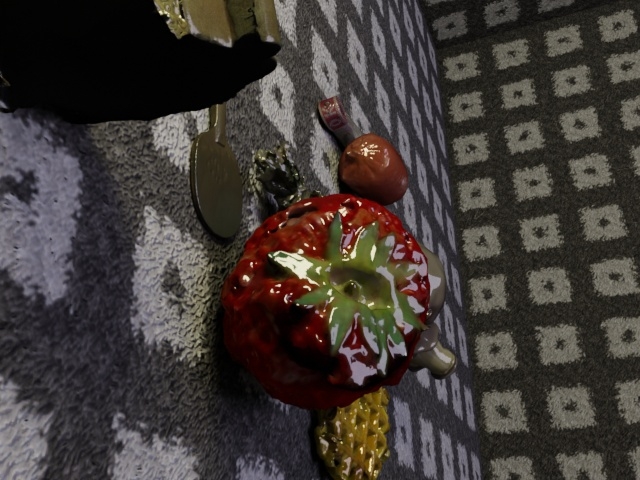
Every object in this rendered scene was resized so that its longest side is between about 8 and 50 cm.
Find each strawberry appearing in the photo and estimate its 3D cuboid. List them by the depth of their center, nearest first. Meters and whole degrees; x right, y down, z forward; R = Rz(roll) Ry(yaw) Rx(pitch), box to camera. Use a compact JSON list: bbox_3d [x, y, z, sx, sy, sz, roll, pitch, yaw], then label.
[{"bbox_3d":[-0.009,0.092,0.921,0.292,0.310,0.291,12,69,-34],"label":"strawberry"}]

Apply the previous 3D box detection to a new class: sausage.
[{"bbox_3d":[0.125,-0.155,1.539,0.254,0.148,0.148,39,44,-61],"label":"sausage"}]

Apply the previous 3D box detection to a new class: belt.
[{"bbox_3d":[0.056,-0.254,1.537,0.232,0.053,0.071,34,41,-64],"label":"belt"}]

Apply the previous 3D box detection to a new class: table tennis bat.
[{"bbox_3d":[-0.146,-0.116,0.959,0.131,0.022,0.234,33,52,-63],"label":"table tennis bat"}]

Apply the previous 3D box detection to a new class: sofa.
[{"bbox_3d":[-0.166,-0.229,0.614,0.182,0.258,0.199,-10,88,-57],"label":"sofa"}]

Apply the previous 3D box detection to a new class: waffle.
[{"bbox_3d":[0.062,0.301,1.239,0.307,0.060,0.311,20,60,-63],"label":"waffle"}]

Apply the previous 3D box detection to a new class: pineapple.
[{"bbox_3d":[0.000,0.000,1.130,0.361,0.175,0.175,56,26,-16],"label":"pineapple"}]

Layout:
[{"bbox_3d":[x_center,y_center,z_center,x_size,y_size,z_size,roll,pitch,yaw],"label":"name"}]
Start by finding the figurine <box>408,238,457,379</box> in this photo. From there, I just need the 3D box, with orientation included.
[{"bbox_3d":[0.182,0.143,1.429,0.380,0.203,0.248,65,-8,-30],"label":"figurine"}]
